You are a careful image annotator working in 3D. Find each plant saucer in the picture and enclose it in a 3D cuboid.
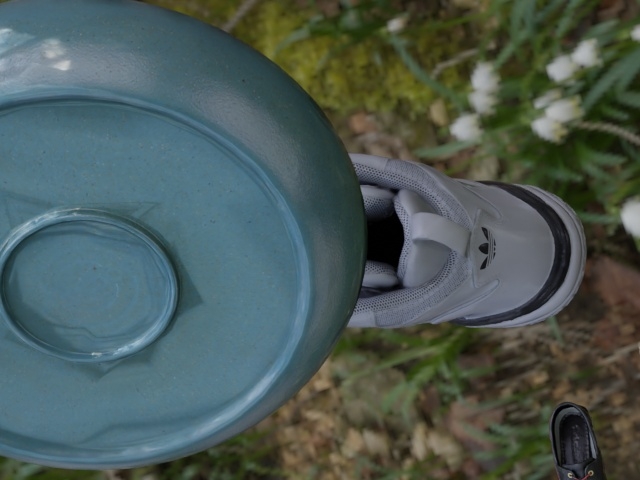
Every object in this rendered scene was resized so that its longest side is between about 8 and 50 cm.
[{"bbox_3d":[-0.130,0.018,0.786,0.044,0.317,0.317,-95,-4,-57],"label":"plant saucer"}]

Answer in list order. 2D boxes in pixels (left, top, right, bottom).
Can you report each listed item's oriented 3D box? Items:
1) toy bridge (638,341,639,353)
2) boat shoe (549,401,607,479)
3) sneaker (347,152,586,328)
[{"bbox_3d":[0.153,0.072,0.437,0.188,0.026,0.063,-157,55,-77],"label":"toy bridge"},{"bbox_3d":[0.239,0.214,1.296,0.042,0.049,0.133,36,-138,-60],"label":"boat shoe"},{"bbox_3d":[0.000,0.000,1.080,0.210,0.366,0.137,10,-97,-54],"label":"sneaker"}]
